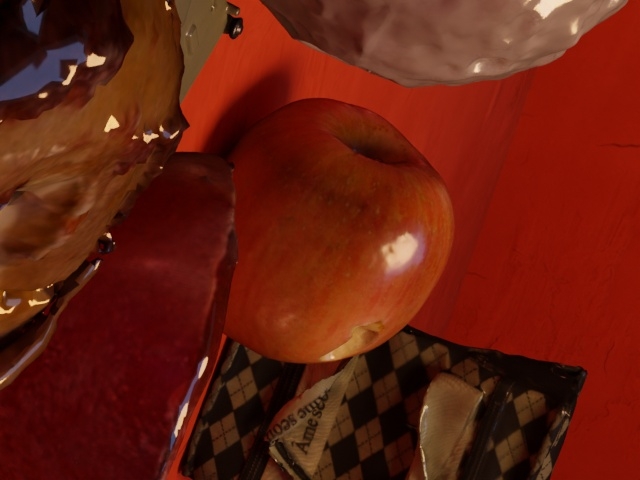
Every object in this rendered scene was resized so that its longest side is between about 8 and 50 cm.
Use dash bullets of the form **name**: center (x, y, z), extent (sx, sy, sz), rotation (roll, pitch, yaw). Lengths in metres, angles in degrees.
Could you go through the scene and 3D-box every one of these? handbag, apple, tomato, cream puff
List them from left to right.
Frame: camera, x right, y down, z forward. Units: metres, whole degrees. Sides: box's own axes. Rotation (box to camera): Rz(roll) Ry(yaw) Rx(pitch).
- **cream puff**: center (-0.208, -0.060, 0.666), extent (0.350, 0.229, 0.350), rotation (-39, 168, -10)
- **tomato**: center (-0.179, 0.066, 1.178), extent (0.309, 0.170, 0.309), rotation (-166, -90, -74)
- **apple**: center (0.000, 0.000, 1.614), extent (0.241, 0.242, 0.242), rotation (-63, 169, 27)
- **handbag**: center (0.073, 0.212, 1.961), extent (0.180, 0.416, 0.317), rotation (-47, 156, -63)

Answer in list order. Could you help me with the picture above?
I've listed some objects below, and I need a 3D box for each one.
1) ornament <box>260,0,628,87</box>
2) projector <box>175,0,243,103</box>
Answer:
- **ornament**: center (0.084, -0.264, 1.201), extent (0.337, 0.337, 0.337), rotation (-58, 166, -23)
- **projector**: center (-0.127, -0.164, 1.111), extent (0.194, 0.088, 0.269), rotation (-62, 168, -22)
